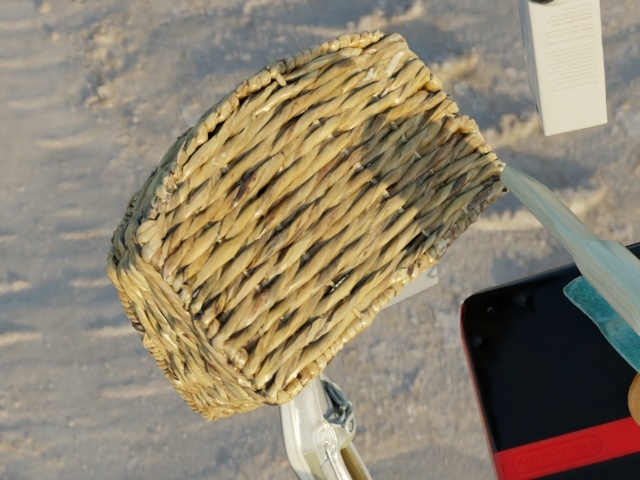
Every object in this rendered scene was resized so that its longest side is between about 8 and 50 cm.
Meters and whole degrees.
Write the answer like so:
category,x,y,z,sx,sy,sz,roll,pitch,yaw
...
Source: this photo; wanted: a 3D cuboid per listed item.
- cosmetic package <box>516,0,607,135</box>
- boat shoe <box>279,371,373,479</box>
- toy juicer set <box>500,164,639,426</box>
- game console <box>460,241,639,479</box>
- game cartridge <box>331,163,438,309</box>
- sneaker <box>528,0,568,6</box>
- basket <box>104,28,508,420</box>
category,x,y,z,sx,sy,sz,roll,pitch,yaw
cosmetic package,0.280,-0.249,1.340,0.086,0.231,0.117,-12,46,9
boat shoe,0.023,0.269,1.411,0.103,0.320,0.118,-14,14,8
toy juicer set,0.234,0.097,0.690,0.089,0.329,0.209,-51,11,13
game console,0.321,0.147,0.885,0.387,0.060,0.342,-18,60,15
game cartridge,0.000,0.000,1.214,0.198,0.297,0.062,-30,53,15
sneaker,0.205,-0.354,0.986,0.118,0.292,0.110,-16,8,-20
basket,-0.034,-0.018,0.967,0.299,0.223,0.213,-42,94,-22
